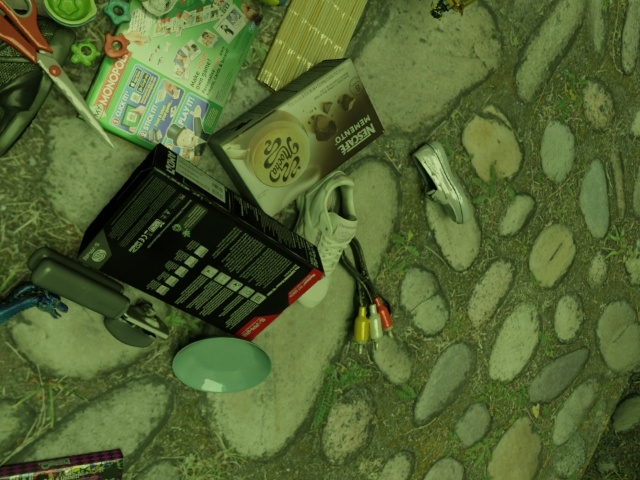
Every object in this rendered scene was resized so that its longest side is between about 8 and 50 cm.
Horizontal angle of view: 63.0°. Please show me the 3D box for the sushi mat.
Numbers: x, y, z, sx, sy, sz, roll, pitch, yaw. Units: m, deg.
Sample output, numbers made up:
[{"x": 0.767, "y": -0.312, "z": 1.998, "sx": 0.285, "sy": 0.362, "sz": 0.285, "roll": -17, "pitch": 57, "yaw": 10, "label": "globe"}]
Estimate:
[{"x": -0.006, "y": -0.424, "z": 1.059, "sx": 0.152, "sy": 0.019, "sz": 0.316, "roll": 25, "pitch": 88, "yaw": -33, "label": "sushi mat"}]

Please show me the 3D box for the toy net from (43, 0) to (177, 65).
[{"x": -0.300, "y": -0.366, "z": 0.816, "sx": 0.232, "sy": 0.045, "sz": 0.122, "roll": -33, "pitch": 105, "yaw": -25, "label": "toy net"}]

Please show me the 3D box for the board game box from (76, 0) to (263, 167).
[{"x": -0.257, "y": -0.311, "z": 0.919, "sx": 0.214, "sy": 0.046, "sz": 0.317, "roll": 25, "pitch": 88, "yaw": -31, "label": "board game box"}]

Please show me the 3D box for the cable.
[{"x": 0.115, "y": 0.115, "z": 1.217, "sx": 0.140, "sy": 0.072, "sz": 0.287, "roll": -21, "pitch": 110, "yaw": -31, "label": "cable"}]

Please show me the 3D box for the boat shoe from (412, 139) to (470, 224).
[{"x": 0.287, "y": -0.129, "z": 1.271, "sx": 0.076, "sy": 0.083, "sz": 0.226, "roll": -30, "pitch": 103, "yaw": -9, "label": "boat shoe"}]

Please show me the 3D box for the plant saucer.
[{"x": -0.194, "y": 0.239, "z": 1.043, "sx": 0.195, "sy": 0.037, "sz": 0.194, "roll": -3, "pitch": 133, "yaw": -3, "label": "plant saucer"}]

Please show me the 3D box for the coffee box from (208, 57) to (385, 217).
[{"x": -0.044, "y": -0.203, "z": 1.012, "sx": 0.297, "sy": 0.119, "sz": 0.168, "roll": -37, "pitch": 118, "yaw": -13, "label": "coffee box"}]

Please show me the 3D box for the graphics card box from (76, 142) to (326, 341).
[{"x": -0.203, "y": 0.024, "z": 0.940, "sx": 0.371, "sy": 0.094, "sz": 0.233, "roll": 33, "pitch": 116, "yaw": -32, "label": "graphics card box"}]

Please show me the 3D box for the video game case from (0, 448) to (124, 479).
[{"x": -0.493, "y": 0.506, "z": 0.960, "sx": 0.232, "sy": 0.042, "sz": 0.210, "roll": 3, "pitch": 99, "yaw": -31, "label": "video game case"}]

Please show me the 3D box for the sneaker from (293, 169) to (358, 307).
[{"x": 0.000, "y": 0.000, "z": 1.077, "sx": 0.114, "sy": 0.152, "sz": 0.304, "roll": 1, "pitch": 101, "yaw": -33, "label": "sneaker"}]

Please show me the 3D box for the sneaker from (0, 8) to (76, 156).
[{"x": -0.477, "y": -0.245, "z": 0.783, "sx": 0.130, "sy": 0.087, "sz": 0.227, "roll": 25, "pitch": 84, "yaw": -30, "label": "sneaker"}]

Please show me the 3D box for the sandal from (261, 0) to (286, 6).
[{"x": -0.054, "y": -0.585, "z": 0.939, "sx": 0.138, "sy": 0.126, "sz": 0.317, "roll": 1, "pitch": 102, "yaw": -35, "label": "sandal"}]

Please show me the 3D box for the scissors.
[{"x": -0.399, "y": -0.272, "z": 0.771, "sx": 0.297, "sy": 0.021, "sz": 0.109, "roll": 43, "pitch": 67, "yaw": -31, "label": "scissors"}]

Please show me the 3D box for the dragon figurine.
[{"x": -0.552, "y": 0.080, "z": 0.807, "sx": 0.289, "sy": 0.085, "sz": 0.144, "roll": 30, "pitch": 85, "yaw": -32, "label": "dragon figurine"}]

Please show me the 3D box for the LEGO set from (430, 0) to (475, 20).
[{"x": 0.168, "y": -0.570, "z": 1.010, "sx": 0.331, "sy": 0.192, "sz": 0.254, "roll": 37, "pitch": 44, "yaw": -36, "label": "LEGO set"}]

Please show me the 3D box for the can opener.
[{"x": -0.377, "y": 0.116, "z": 0.892, "sx": 0.095, "sy": 0.076, "sz": 0.283, "roll": -47, "pitch": 136, "yaw": 1, "label": "can opener"}]
